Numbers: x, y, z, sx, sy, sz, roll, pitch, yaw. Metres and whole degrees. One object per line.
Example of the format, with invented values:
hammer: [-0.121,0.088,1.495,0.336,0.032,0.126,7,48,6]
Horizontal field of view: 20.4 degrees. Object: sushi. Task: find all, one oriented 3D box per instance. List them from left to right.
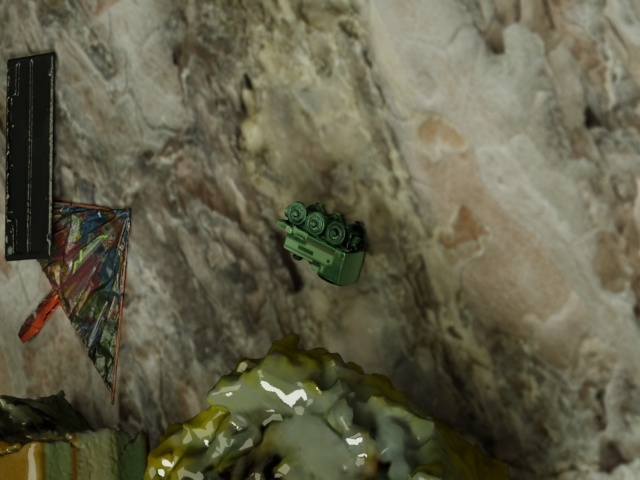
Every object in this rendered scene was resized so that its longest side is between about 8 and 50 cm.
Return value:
sushi: [-0.025,0.287,1.337,0.396,0.240,0.351,-47,53,6]

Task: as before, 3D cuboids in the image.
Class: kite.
kite: [-0.230,0.038,1.674,0.189,0.009,0.232,-46,65,27]

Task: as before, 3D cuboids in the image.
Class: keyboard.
keyboard: [-0.279,-0.080,1.703,0.064,0.010,0.198,-4,83,34]

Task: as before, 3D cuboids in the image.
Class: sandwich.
sandwich: [-0.232,0.258,1.583,0.227,0.155,0.198,36,111,31]

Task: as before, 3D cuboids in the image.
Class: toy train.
toy train: [0.000,0.000,1.489,0.083,0.033,0.053,26,108,34]
